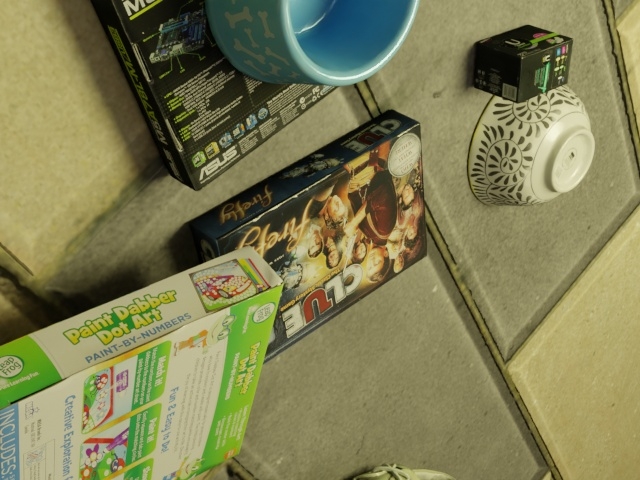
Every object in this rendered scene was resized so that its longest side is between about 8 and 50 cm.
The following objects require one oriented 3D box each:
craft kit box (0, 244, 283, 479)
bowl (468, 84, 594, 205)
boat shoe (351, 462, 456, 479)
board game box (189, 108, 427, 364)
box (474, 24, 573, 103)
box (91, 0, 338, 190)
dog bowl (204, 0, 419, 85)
[{"bbox_3d":[-0.159,0.143,0.795,0.246,0.061,0.250,-20,144,-33],"label":"craft kit box"},{"bbox_3d":[0.250,-0.102,1.083,0.170,0.080,0.170,-24,128,-34],"label":"bowl"},{"bbox_3d":[0.079,0.315,1.174,0.302,0.109,0.094,27,79,-59],"label":"boat shoe"},{"bbox_3d":[0.000,0.000,0.923,0.243,0.042,0.165,-32,134,-28],"label":"board game box"},{"bbox_3d":[0.209,-0.183,1.003,0.083,0.062,0.052,-25,129,-33],"label":"box"},{"bbox_3d":[-0.064,-0.162,0.754,0.190,0.045,0.184,-40,134,-21],"label":"box"},{"bbox_3d":[0.010,-0.249,0.690,0.166,0.074,0.297,-12,118,-39],"label":"dog bowl"}]
